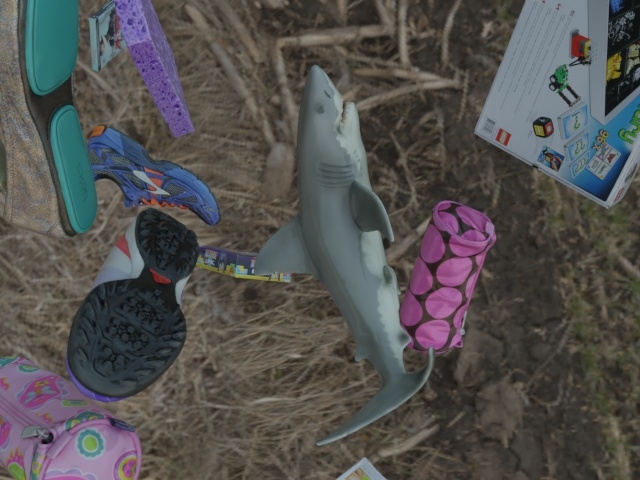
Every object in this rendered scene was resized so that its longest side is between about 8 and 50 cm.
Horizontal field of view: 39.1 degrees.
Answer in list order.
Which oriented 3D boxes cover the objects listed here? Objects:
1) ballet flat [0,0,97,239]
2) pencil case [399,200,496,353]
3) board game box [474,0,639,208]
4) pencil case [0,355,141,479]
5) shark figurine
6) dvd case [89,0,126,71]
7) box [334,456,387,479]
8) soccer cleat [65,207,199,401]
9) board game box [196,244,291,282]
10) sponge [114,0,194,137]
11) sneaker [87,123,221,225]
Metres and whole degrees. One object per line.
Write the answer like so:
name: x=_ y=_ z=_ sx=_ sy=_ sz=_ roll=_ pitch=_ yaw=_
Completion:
ballet flat: x=-0.289 y=-0.144 z=0.863 sx=0.107 sy=0.106 sz=0.316 roll=-62 pitch=156 yaw=-63
pencil case: x=0.173 y=0.053 z=1.224 sx=0.098 sy=0.209 sz=0.095 roll=20 pitch=35 yaw=11
board game box: x=0.311 y=-0.213 z=1.010 sx=0.193 sy=0.305 sz=0.053 roll=35 pitch=36 yaw=25
pencil case: x=-0.309 y=0.215 z=1.010 sx=0.124 sy=0.284 sz=0.124 roll=-7 pitch=102 yaw=-36
shark figurine: x=0.007 y=0.028 z=0.695 sx=0.116 sy=0.166 sz=0.278 roll=-13 pitch=66 yaw=1
dvd case: x=-0.297 y=-0.310 z=1.303 sx=0.013 sy=0.087 sz=0.119 roll=21 pitch=44 yaw=11
box: x=0.018 y=0.415 z=1.238 sx=0.203 sy=0.103 sz=0.114 roll=-29 pitch=59 yaw=-33
soccer cleat: x=-0.205 y=0.082 z=0.951 sx=0.108 sy=0.116 sz=0.318 roll=33 pitch=24 yaw=-15
board game box: x=-0.162 y=0.047 z=1.883 sx=0.141 sy=0.170 sz=0.048 roll=9 pitch=92 yaw=-38
sponge: x=-0.188 y=-0.213 z=1.001 sx=0.031 sy=0.210 sz=0.117 roll=-16 pitch=70 yaw=-2
sneaker: x=-0.244 y=-0.077 z=1.299 sx=0.221 sy=0.083 sz=0.087 roll=29 pitch=79 yaw=-5
